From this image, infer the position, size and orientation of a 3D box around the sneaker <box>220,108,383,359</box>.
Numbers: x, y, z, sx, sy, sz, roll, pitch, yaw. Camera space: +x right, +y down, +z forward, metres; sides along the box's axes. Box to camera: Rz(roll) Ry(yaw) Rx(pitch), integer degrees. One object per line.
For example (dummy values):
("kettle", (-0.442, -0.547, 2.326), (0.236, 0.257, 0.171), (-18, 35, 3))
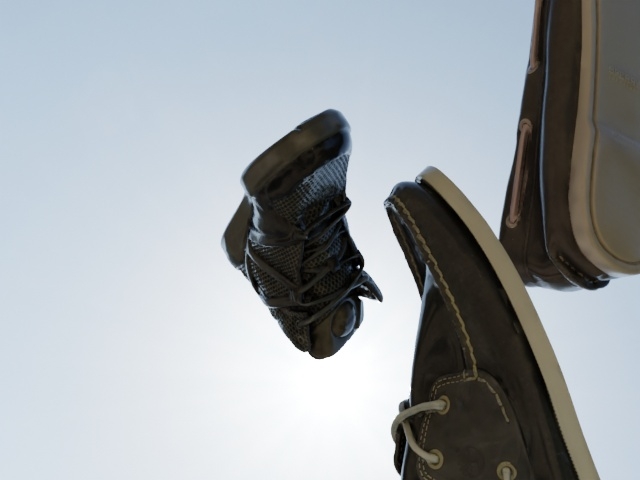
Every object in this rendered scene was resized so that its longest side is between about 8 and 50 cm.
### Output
("sneaker", (0.000, 0.000, 0.828), (0.130, 0.087, 0.227), (52, -26, 13))

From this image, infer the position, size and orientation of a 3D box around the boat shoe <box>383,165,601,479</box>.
("boat shoe", (0.066, 0.081, 0.494), (0.084, 0.079, 0.233), (101, -29, -80))

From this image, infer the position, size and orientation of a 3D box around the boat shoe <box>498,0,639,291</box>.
("boat shoe", (0.180, -0.124, 0.817), (0.112, 0.335, 0.095), (26, -27, -33))
